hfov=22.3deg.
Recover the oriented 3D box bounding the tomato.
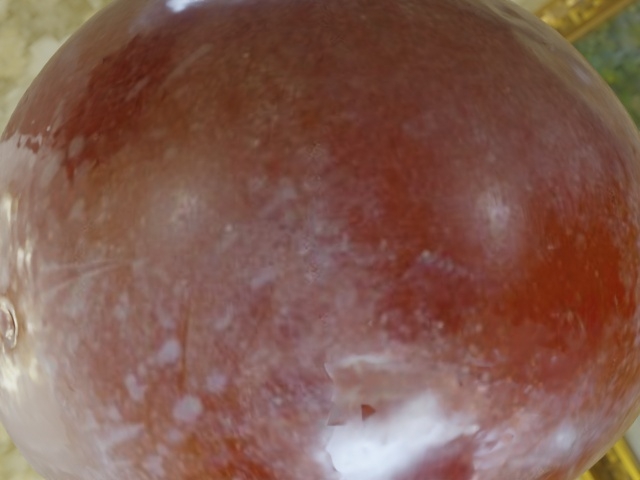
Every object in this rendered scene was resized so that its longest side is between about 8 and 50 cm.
[{"bbox_3d":[0.000,0.000,0.621,0.270,0.270,0.227,-20,-72,-72],"label":"tomato"}]
